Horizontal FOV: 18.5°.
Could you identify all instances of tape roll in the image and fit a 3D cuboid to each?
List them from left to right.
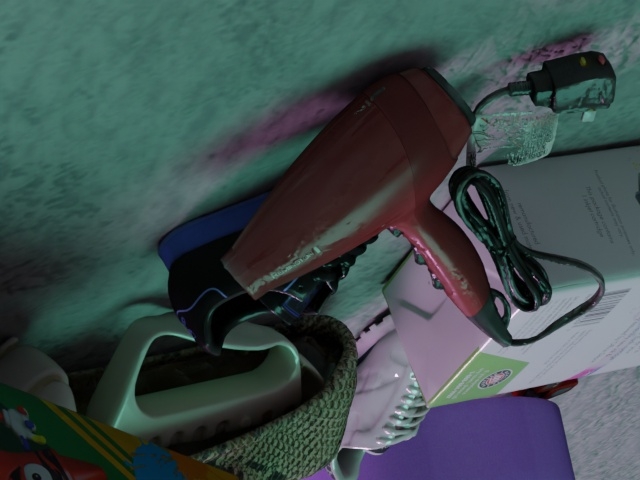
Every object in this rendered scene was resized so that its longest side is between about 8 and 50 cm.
[{"bbox_3d":[0.116,0.238,1.977,0.274,0.090,0.275,-10,163,-3],"label":"tape roll"}]

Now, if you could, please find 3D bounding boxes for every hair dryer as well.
[{"bbox_3d":[0.075,-0.009,1.315,0.293,0.080,0.224,-6,112,-19],"label":"hair dryer"}]

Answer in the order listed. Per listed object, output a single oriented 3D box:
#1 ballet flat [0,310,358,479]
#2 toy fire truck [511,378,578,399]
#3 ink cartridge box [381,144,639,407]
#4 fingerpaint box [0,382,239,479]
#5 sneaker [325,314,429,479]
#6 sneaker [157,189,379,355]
[{"bbox_3d":[-0.168,0.138,1.505,0.482,0.164,0.182,-12,135,-36],"label":"ballet flat"},{"bbox_3d":[0.278,0.096,1.921,0.135,0.047,0.192,-11,157,-29],"label":"toy fire truck"},{"bbox_3d":[0.255,0.017,1.617,0.353,0.119,0.207,-8,154,-28],"label":"ink cartridge box"},{"bbox_3d":[-0.312,0.277,1.263,0.445,0.163,0.371,-36,139,23],"label":"fingerpaint box"},{"bbox_3d":[0.069,0.128,1.740,0.090,0.095,0.235,0,148,-39],"label":"sneaker"},{"bbox_3d":[0.000,0.000,1.378,0.232,0.090,0.081,-27,156,13],"label":"sneaker"}]
